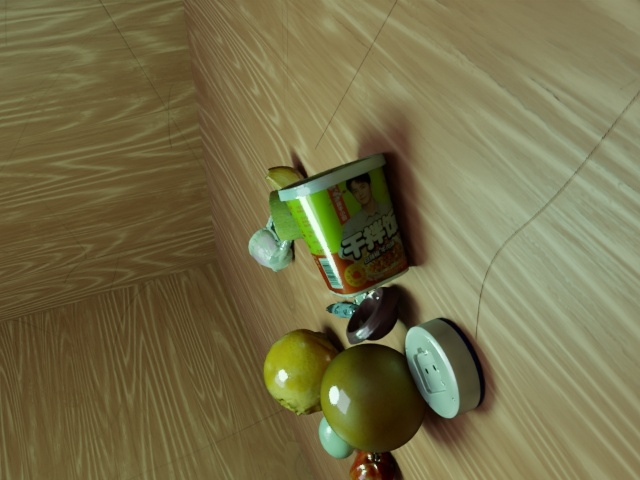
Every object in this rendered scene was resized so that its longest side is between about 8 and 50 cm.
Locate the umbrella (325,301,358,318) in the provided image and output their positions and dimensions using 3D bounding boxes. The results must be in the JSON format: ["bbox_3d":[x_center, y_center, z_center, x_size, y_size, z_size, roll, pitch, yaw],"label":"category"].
[{"bbox_3d":[0.081,0.243,1.954,0.053,0.052,0.250,41,164,-11],"label":"umbrella"}]

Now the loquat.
[{"bbox_3d":[-0.062,0.502,2.174,0.328,0.329,0.328,164,90,-71],"label":"loquat"}]

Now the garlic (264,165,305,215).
[{"bbox_3d":[-0.099,-0.189,2.022,0.115,0.128,0.206,-45,60,21],"label":"garlic"}]

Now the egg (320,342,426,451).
[{"bbox_3d":[0.148,0.431,1.544,0.282,0.283,0.351,54,180,45],"label":"egg"}]

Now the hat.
[{"bbox_3d":[0.156,0.216,1.561,0.089,0.205,0.205,38,164,-10],"label":"hat"}]

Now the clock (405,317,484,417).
[{"bbox_3d":[0.292,0.305,1.359,0.230,0.083,0.230,166,90,-71],"label":"clock"}]

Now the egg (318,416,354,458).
[{"bbox_3d":[0.071,0.786,2.279,0.149,0.150,0.192,166,88,-71],"label":"egg"}]

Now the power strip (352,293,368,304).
[{"bbox_3d":[0.128,0.188,1.797,0.055,0.035,0.083,71,159,8],"label":"power strip"}]

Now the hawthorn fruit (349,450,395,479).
[{"bbox_3d":[0.184,0.794,1.966,0.157,0.157,0.193,-126,34,-46],"label":"hawthorn fruit"}]

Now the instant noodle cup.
[{"bbox_3d":[0.073,-0.034,1.453,0.307,0.294,0.294,70,162,-9],"label":"instant noodle cup"}]

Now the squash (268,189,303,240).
[{"bbox_3d":[-0.139,-0.098,2.194,0.220,0.133,0.220,163,90,-78],"label":"squash"}]

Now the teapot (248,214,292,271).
[{"bbox_3d":[-0.185,0.022,2.434,0.178,0.221,0.163,40,-177,43],"label":"teapot"}]
